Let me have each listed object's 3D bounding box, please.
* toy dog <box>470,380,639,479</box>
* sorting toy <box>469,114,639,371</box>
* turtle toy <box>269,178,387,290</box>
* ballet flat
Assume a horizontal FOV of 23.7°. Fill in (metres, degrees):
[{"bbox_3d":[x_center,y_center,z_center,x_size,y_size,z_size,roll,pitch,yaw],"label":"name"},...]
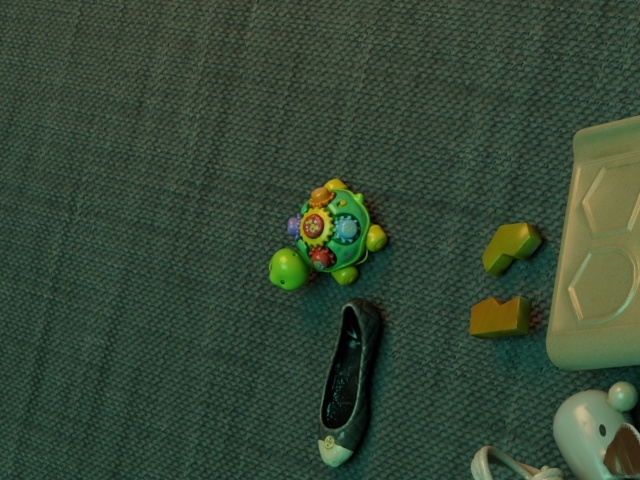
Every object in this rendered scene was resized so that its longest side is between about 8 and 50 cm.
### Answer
[{"bbox_3d":[0.304,0.219,1.234,0.334,0.220,0.161,47,118,30],"label":"toy dog"},{"bbox_3d":[0.266,0.004,1.370,0.307,0.041,0.229,-12,64,48],"label":"sorting toy"},{"bbox_3d":[0.000,0.000,1.559,0.130,0.066,0.095,-50,60,19],"label":"turtle toy"},{"bbox_3d":[0.021,0.142,1.536,0.057,0.049,0.173,9,89,36],"label":"ballet flat"}]
